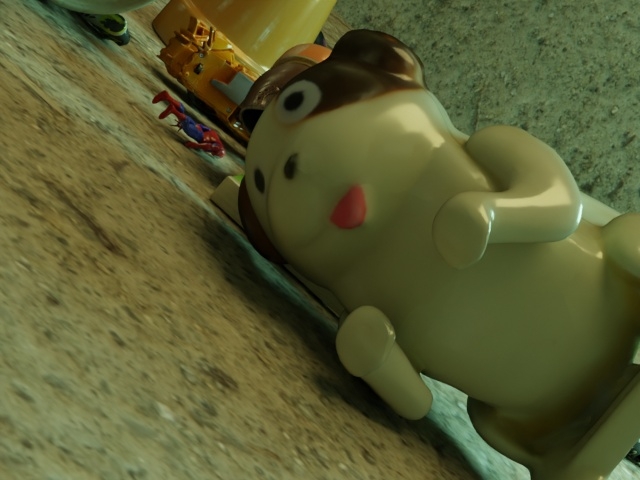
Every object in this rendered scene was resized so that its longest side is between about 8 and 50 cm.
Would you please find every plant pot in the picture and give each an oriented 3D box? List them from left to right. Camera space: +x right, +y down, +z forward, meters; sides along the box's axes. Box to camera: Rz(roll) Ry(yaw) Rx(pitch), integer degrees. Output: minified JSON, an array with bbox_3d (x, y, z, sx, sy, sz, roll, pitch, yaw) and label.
[{"bbox_3d":[-0.084,-0.293,1.911,0.205,0.188,0.205,40,11,-9],"label":"plant pot"}]

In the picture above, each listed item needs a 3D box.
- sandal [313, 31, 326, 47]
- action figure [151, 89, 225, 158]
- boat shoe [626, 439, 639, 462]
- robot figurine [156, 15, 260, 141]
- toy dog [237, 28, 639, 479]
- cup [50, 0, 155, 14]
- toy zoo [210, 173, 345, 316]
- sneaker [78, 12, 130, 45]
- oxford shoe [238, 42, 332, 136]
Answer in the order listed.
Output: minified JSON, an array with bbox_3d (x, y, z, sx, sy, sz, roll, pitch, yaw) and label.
[{"bbox_3d":[-0.104,-0.362,2.312,0.446,0.107,0.167,43,11,8],"label":"sandal"},{"bbox_3d":[-0.132,-0.113,1.486,0.115,0.030,0.038,36,17,-50],"label":"action figure"},{"bbox_3d":[0.398,0.258,1.843,0.142,0.049,0.040,25,58,-42],"label":"boat shoe"},{"bbox_3d":[-0.049,-0.137,1.666,0.291,0.085,0.211,36,3,-23],"label":"robot figurine"},{"bbox_3d":[0.126,-0.008,1.262,0.408,0.284,0.395,33,31,-6],"label":"toy dog"},{"bbox_3d":[-0.237,-0.384,1.545,0.331,0.331,0.237,31,39,-43],"label":"cup"},{"bbox_3d":[0.000,0.000,1.499,0.192,0.030,0.293,43,11,4],"label":"toy zoo"},{"bbox_3d":[-0.242,-0.242,1.612,0.083,0.031,0.035,41,-20,36],"label":"sneaker"},{"bbox_3d":[0.050,-0.024,1.467,0.363,0.130,0.133,48,43,-5],"label":"oxford shoe"}]
